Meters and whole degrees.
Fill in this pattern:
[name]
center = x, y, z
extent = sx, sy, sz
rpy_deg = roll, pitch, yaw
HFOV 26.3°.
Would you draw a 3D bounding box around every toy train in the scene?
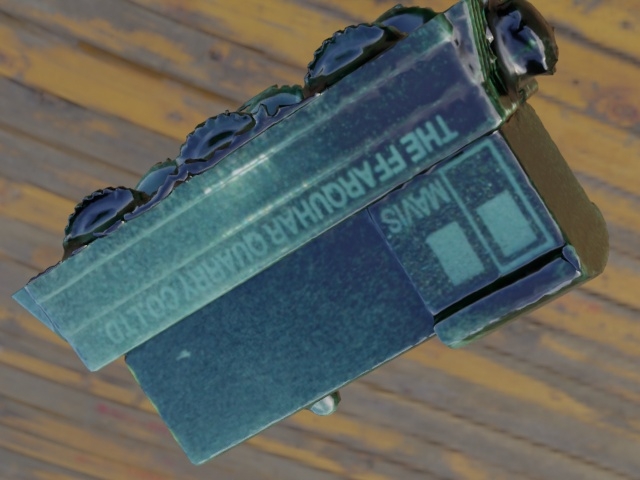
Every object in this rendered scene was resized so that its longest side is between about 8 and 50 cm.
[toy train]
center = 0.000, 0.000, 0.739
extent = 0.330, 0.138, 0.178
rpy_deg = -32, 94, 23
